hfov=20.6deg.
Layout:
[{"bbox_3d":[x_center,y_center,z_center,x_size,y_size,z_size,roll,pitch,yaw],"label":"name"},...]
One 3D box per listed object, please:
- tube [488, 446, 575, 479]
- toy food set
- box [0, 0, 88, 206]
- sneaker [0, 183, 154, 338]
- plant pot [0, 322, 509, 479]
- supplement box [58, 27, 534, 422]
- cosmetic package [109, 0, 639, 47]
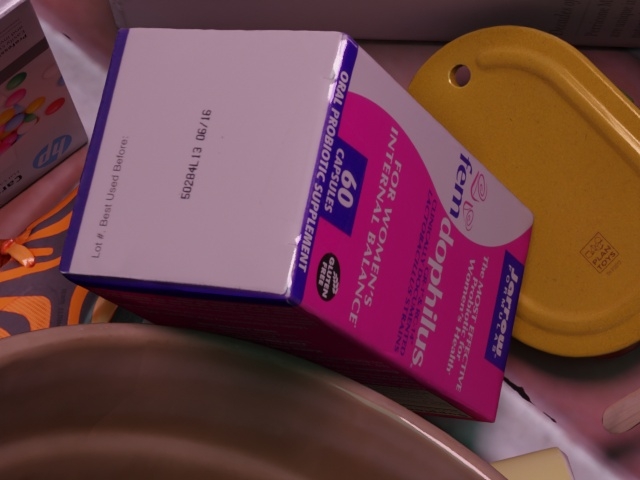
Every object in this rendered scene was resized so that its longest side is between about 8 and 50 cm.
[{"bbox_3d":[0.009,0.160,0.840,0.240,0.062,0.070,-15,35,1],"label":"tube"},{"bbox_3d":[0.134,-0.011,0.885,0.128,0.071,0.218,-48,70,22],"label":"toy food set"},{"bbox_3d":[-0.189,-0.047,0.828,0.145,0.186,0.038,-38,78,-10],"label":"box"},{"bbox_3d":[-0.179,0.049,0.815,0.180,0.124,0.321,29,75,-10],"label":"sneaker"},{"bbox_3d":[-0.064,0.240,0.677,0.323,0.280,0.323,19,32,-12],"label":"plant pot"},{"bbox_3d":[0.000,0.000,0.781,0.114,0.220,0.111,5,75,28],"label":"supplement box"},{"bbox_3d":[0.120,-0.229,0.892,0.453,0.161,0.230,3,76,0],"label":"cosmetic package"}]
